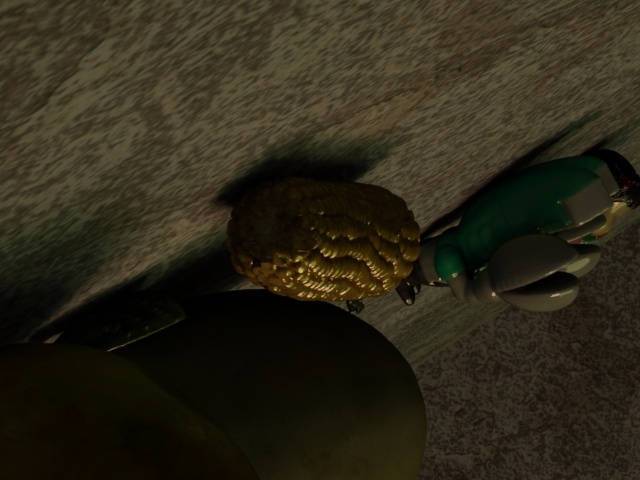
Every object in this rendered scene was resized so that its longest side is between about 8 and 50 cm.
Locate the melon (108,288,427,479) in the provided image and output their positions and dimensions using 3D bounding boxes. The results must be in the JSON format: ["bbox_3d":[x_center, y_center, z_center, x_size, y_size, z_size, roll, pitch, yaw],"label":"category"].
[{"bbox_3d":[-0.060,0.163,1.588,0.308,0.271,0.272,-11,165,-13],"label":"melon"}]

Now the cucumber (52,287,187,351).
[{"bbox_3d":[-0.160,0.066,1.449,0.107,0.035,0.067,-23,-176,-33],"label":"cucumber"}]

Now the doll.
[{"bbox_3d":[0.217,0.004,2.138,0.258,0.153,0.195,-17,-161,48],"label":"doll"}]

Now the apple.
[{"bbox_3d":[-0.195,0.231,1.296,0.339,0.339,0.339,-33,171,-6],"label":"apple"}]

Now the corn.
[{"bbox_3d":[0.000,0.000,1.484,0.106,0.106,0.293,-36,167,15],"label":"corn"}]

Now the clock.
[{"bbox_3d":[0.306,-0.031,2.406,0.195,0.100,0.194,-33,175,10],"label":"clock"}]
